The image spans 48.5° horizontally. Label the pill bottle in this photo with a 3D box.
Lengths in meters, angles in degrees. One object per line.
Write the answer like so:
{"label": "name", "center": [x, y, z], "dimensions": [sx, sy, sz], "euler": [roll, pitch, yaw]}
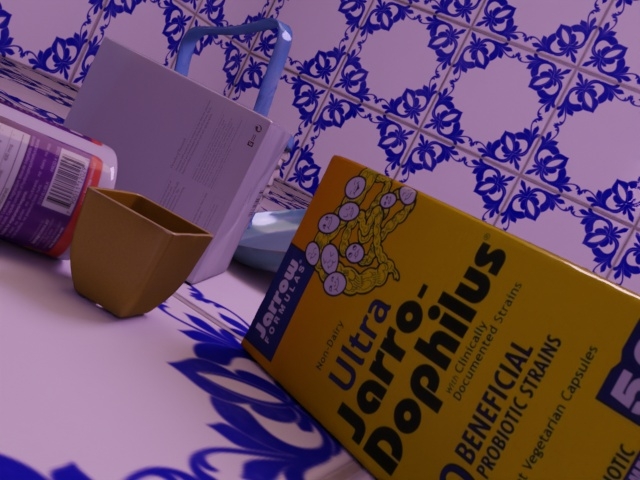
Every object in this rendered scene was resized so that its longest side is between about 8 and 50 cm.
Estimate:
{"label": "pill bottle", "center": [-0.274, -0.063, 0.571], "dimensions": [0.193, 0.108, 0.108], "euler": [24, 7, -31]}

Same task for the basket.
{"label": "basket", "center": [-0.160, -0.171, 1.017], "dimensions": [0.201, 0.289, 0.254], "euler": [12, 2, -40]}

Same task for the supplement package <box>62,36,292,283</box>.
{"label": "supplement package", "center": [-0.172, -0.088, 0.815], "dimensions": [0.203, 0.194, 0.149], "euler": [28, 5, 4]}

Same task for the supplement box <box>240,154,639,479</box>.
{"label": "supplement box", "center": [0.135, 0.098, 0.550], "dimensions": [0.195, 0.194, 0.356], "euler": [21, 7, -43]}

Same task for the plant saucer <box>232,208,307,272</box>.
{"label": "plant saucer", "center": [0.000, 0.000, 1.029], "dimensions": [0.317, 0.044, 0.317], "euler": [0, 12, 0]}

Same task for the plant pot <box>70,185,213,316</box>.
{"label": "plant pot", "center": [-0.150, 0.014, 0.569], "dimensions": [0.081, 0.083, 0.081], "euler": [28, 7, 13]}
